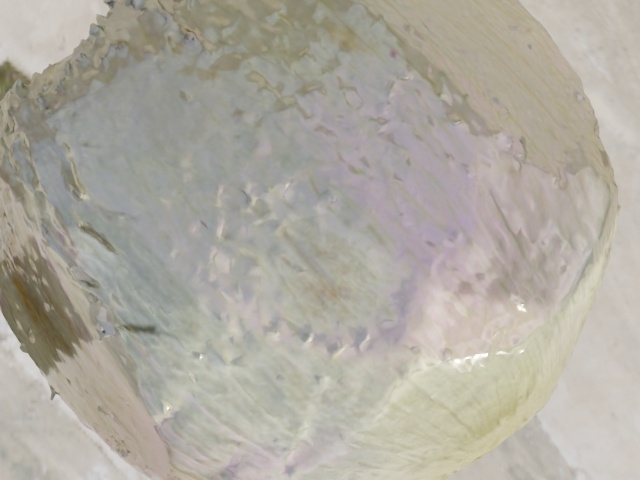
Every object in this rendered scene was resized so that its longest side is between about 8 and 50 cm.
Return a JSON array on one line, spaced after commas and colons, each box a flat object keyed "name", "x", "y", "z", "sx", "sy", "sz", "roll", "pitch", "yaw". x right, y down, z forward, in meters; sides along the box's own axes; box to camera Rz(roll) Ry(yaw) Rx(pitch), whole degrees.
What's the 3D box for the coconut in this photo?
[{"name": "coconut", "x": 0.000, "y": 0.000, "z": 0.635, "sx": 0.297, "sy": 0.297, "sz": 0.254, "roll": -38, "pitch": 83, "yaw": 6}]
